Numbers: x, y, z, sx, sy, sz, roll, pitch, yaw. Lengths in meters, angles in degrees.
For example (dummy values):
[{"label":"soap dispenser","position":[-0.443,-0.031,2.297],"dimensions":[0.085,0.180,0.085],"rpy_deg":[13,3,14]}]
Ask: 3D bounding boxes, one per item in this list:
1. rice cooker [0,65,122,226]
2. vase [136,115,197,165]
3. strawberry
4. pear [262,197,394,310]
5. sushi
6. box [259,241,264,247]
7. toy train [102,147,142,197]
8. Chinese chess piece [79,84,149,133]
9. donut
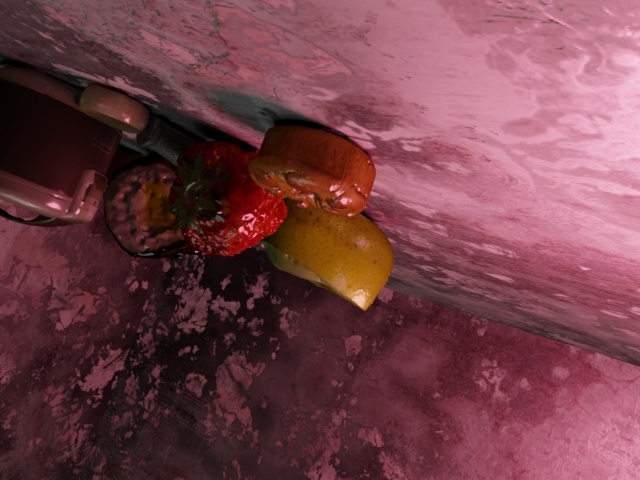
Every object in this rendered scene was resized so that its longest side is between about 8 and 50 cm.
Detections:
[{"label":"rice cooker","position":[-0.653,-0.196,1.466],"dimensions":[0.335,0.325,0.335],"rpy_deg":[20,173,3]},{"label":"vase","position":[-0.318,-0.204,1.454],"dimensions":[0.096,0.096,0.219],"rpy_deg":[14,168,42]},{"label":"strawberry","position":[-0.188,-0.091,1.388],"dimensions":[0.257,0.257,0.277],"rpy_deg":[14,-168,40]},{"label":"pear","position":[0.000,0.000,1.629],"dimensions":[0.318,0.238,0.342],"rpy_deg":[37,172,-24]},{"label":"sushi","position":[-0.464,-0.092,1.852],"dimensions":[0.281,0.299,0.294],"rpy_deg":[1,174,4]},{"label":"box","position":[-0.097,-0.007,2.136],"dimensions":[0.259,0.071,0.168],"rpy_deg":[26,-153,-32]},{"label":"toy train","position":[-0.727,-0.248,2.012],"dimensions":[0.369,0.163,0.231],"rpy_deg":[16,159,31]},{"label":"Chinese chess piece","position":[-0.436,-0.279,1.334],"dimensions":[0.144,0.058,0.144],"rpy_deg":[20,175,2]},{"label":"donut","position":[-0.012,-0.120,1.114],"dimensions":[0.226,0.114,0.226],"rpy_deg":[20,173,3]}]
